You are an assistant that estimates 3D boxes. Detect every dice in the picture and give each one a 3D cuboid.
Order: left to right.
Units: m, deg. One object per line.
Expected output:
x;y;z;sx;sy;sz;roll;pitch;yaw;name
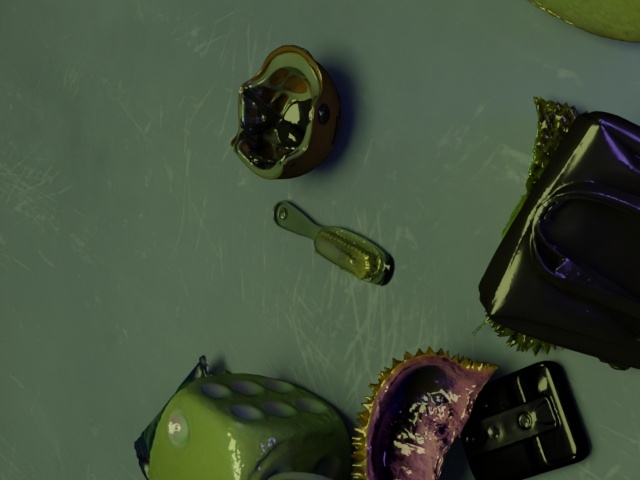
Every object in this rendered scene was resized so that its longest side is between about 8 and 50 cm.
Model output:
-0.122;0.375;1.609;0.254;0.252;0.249;24;104;42;dice

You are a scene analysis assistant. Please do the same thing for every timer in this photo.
0.272;0.262;1.357;0.187;0.055;0.144;-33;67;40;timer

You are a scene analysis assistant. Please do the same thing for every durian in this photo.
0.126;0.280;1.412;0.154;0.186;0.260;25;76;10;durian
0.319;-0.007;1.311;0.169;0.158;0.355;-124;46;-76;durian

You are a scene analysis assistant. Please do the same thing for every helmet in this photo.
-0.042;-0.205;1.640;0.198;0.130;0.224;20;93;40;helmet

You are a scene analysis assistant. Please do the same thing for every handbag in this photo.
0.358;0.011;1.169;0.113;0.257;0.285;-92;27;-71;handbag

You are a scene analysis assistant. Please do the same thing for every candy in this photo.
-0.270;0.388;1.884;0.331;0.077;0.187;-48;54;35;candy

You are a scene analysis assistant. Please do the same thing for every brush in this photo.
0.000;0.000;1.638;0.297;0.060;0.068;29;111;42;brush

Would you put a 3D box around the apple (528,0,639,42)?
0.380;-0.373;1.190;0.346;0.179;0.254;29;121;40;apple

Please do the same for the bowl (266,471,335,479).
-0.026;0.435;1.388;0.337;0.337;0.157;-32;32;40;bowl
